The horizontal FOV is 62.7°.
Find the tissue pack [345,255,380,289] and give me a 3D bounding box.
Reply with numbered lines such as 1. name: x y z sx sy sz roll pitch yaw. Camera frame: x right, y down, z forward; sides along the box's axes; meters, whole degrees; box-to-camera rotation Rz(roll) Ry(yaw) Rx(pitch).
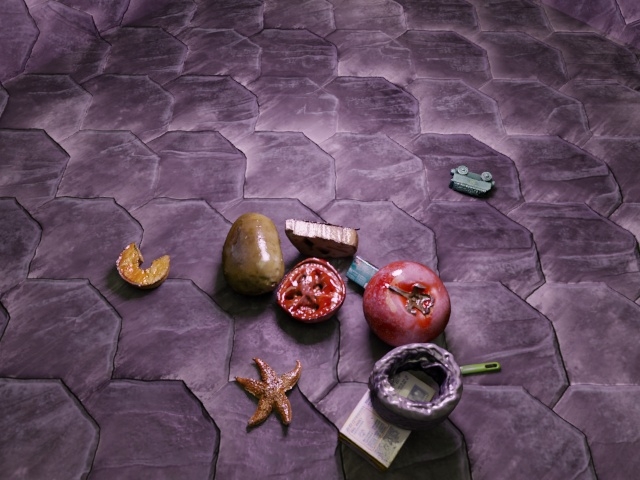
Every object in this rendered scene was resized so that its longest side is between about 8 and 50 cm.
1. tissue pack: 0.157 0.116 1.772 0.111 0.079 0.085 33 97 21

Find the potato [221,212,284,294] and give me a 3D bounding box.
1. potato: -0.223 0.044 1.751 0.210 0.173 0.307 -21 54 23

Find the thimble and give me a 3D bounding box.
1. thimble: 0.256 0.391 1.421 0.246 0.157 0.216 -2 56 -2

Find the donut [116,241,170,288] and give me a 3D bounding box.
1. donut: -0.601 0.098 1.780 0.181 0.078 0.146 20 59 5

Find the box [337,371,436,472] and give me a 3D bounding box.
1. box: 0.189 0.498 1.501 0.169 0.097 0.265 30 61 18

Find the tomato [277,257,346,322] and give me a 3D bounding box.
1. tomato: -0.026 0.176 1.717 0.228 0.101 0.227 -4 54 6

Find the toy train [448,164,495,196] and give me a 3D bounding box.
1. toy train: 0.575 -0.222 2.001 0.172 0.070 0.099 18 65 10

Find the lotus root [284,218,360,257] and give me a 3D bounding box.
1. lotus root: 0.000 0.000 1.791 0.261 0.170 0.074 6 63 -8

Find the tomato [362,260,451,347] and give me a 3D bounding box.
1. tomato: 0.259 0.198 1.625 0.271 0.227 0.269 3 73 -10

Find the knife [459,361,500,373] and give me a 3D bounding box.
1. knife: 0.453 0.405 1.613 0.212 0.015 0.054 -7 57 -5

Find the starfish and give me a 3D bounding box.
1. starfish: -0.146 0.443 1.571 0.227 0.043 0.240 38 61 21
